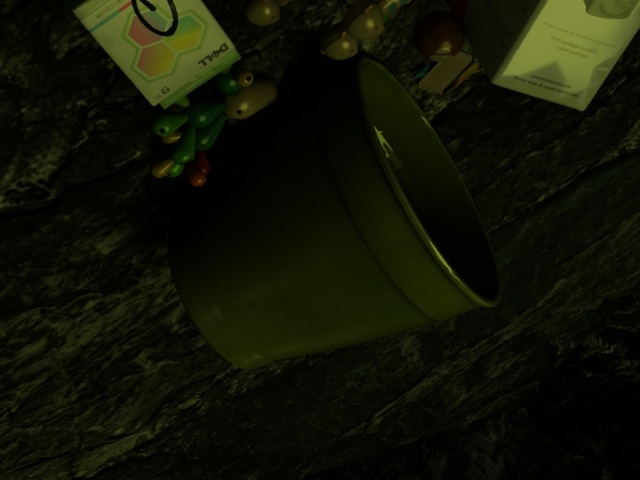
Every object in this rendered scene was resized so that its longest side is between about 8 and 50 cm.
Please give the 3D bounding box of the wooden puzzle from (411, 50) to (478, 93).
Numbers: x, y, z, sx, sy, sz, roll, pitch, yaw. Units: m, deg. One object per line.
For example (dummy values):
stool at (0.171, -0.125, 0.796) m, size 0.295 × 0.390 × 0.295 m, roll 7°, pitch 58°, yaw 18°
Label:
wooden puzzle at (0.178, -0.244, 1.718) m, size 0.078 × 0.014 × 0.116 m, roll -46°, pitch 153°, yaw 17°

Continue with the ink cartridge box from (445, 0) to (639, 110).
ink cartridge box at (0.264, -0.325, 1.231) m, size 0.131 × 0.226 × 0.306 m, roll 11°, pitch 127°, yaw -23°

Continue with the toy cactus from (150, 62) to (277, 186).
toy cactus at (-0.121, -0.158, 1.438) m, size 0.180 × 0.112 × 0.219 m, roll -25°, pitch 146°, yaw -40°

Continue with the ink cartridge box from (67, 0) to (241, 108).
ink cartridge box at (-0.164, -0.214, 1.240) m, size 0.109 × 0.062 × 0.209 m, roll -35°, pitch 137°, yaw 2°

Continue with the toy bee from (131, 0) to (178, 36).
toy bee at (-0.157, -0.340, 0.939) m, size 0.162 × 0.195 × 0.298 m, roll -43°, pitch 138°, yaw -25°

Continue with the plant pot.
plant pot at (0.000, 0.000, 1.604) m, size 0.353 × 0.366 × 0.366 m, roll -29°, pitch 157°, yaw 18°

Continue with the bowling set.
bowling set at (0.047, -0.245, 1.230) m, size 0.154 × 0.200 × 0.287 m, roll -39°, pitch -179°, yaw -13°
